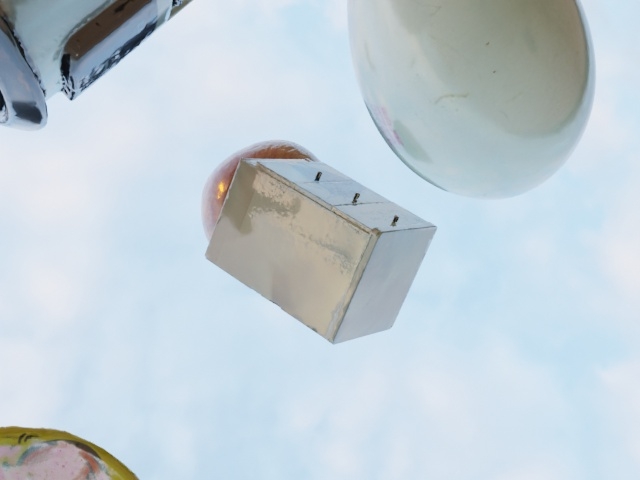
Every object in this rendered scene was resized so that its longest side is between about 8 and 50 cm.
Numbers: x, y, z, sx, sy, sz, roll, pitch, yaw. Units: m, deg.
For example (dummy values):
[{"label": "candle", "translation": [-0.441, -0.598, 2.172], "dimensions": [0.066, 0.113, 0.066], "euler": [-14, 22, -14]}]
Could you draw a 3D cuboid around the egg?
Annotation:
[{"label": "egg", "translation": [0.113, -0.155, 0.832], "dimensions": [0.183, 0.183, 0.264], "euler": [-40, -63, -37]}]

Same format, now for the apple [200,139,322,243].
[{"label": "apple", "translation": [-0.069, -0.043, 1.559], "dimensions": [0.211, 0.211, 0.188], "euler": [38, -169, 3]}]

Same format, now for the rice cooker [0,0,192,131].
[{"label": "rice cooker", "translation": [-0.180, -0.189, 0.556], "dimensions": [0.227, 0.280, 0.241], "euler": [-44, -85, -17]}]

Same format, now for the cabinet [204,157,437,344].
[{"label": "cabinet", "translation": [0.000, 0.000, 1.287], "dimensions": [0.206, 0.150, 0.145], "euler": [32, -160, 27]}]

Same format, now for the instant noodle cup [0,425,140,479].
[{"label": "instant noodle cup", "translation": [-0.345, 0.359, 1.232], "dimensions": [0.326, 0.254, 0.325], "euler": [1, -92, -13]}]
